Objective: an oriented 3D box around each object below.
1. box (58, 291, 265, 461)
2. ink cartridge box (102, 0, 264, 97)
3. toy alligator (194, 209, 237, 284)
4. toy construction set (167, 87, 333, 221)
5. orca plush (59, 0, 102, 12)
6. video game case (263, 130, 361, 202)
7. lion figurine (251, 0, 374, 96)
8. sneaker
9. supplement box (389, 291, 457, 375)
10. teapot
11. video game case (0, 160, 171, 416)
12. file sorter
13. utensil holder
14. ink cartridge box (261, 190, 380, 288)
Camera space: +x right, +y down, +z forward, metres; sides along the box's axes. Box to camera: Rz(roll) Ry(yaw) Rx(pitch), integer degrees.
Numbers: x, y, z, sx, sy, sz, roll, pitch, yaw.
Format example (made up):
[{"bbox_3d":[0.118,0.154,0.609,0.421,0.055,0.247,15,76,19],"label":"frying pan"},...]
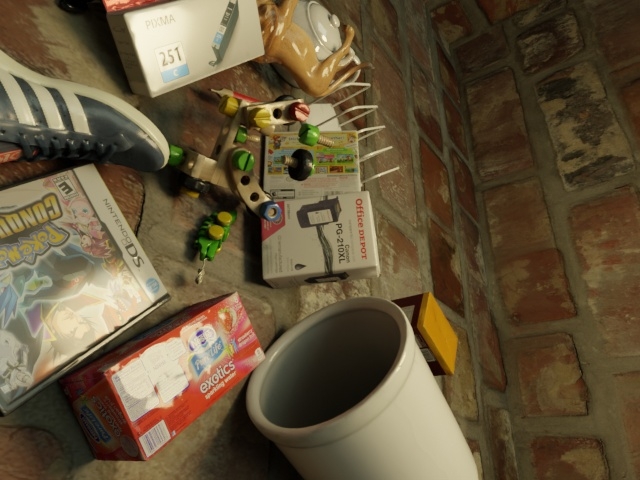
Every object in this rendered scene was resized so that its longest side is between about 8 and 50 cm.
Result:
[{"bbox_3d":[-0.219,0.190,0.663,0.257,0.123,0.128,-31,102,-56],"label":"box"},{"bbox_3d":[-0.245,-0.437,0.809,0.296,0.066,0.261,-41,137,-37],"label":"ink cartridge box"},{"bbox_3d":[-0.211,0.000,0.833,0.051,0.056,0.189,21,47,-1],"label":"toy alligator"},{"bbox_3d":[-0.176,-0.203,0.855,0.237,0.257,0.308,10,39,-34],"label":"toy construction set"},{"bbox_3d":[-0.424,-0.473,0.693,0.287,0.102,0.151,16,62,-52],"label":"orca plush"},{"bbox_3d":[-0.021,-0.170,1.056,0.026,0.227,0.206,87,2,-66],"label":"video game case"},{"bbox_3d":[-0.060,-0.459,1.078,0.392,0.142,0.240,32,90,-27],"label":"lion figurine"},{"bbox_3d":[-0.378,-0.140,0.580,0.350,0.131,0.148,21,58,-34],"label":"sneaker"},{"bbox_3d":[0.248,0.272,1.237,0.191,0.194,0.129,56,36,-23],"label":"supplement box"},{"bbox_3d":[-0.024,-0.561,1.240,0.256,0.187,0.252,-17,89,-58],"label":"teapot"},{"bbox_3d":[-0.364,0.043,0.600,0.275,0.035,0.248,-43,111,-54],"label":"video game case"},{"bbox_3d":[0.090,-0.294,1.294,0.193,0.173,0.277,-28,99,-56],"label":"file sorter"},{"bbox_3d":[0.093,0.360,0.867,0.385,0.328,0.327,60,35,-22],"label":"utensil holder"},{"bbox_3d":[0.000,0.000,0.953,0.100,0.237,0.171,65,19,-70],"label":"ink cartridge box"}]
